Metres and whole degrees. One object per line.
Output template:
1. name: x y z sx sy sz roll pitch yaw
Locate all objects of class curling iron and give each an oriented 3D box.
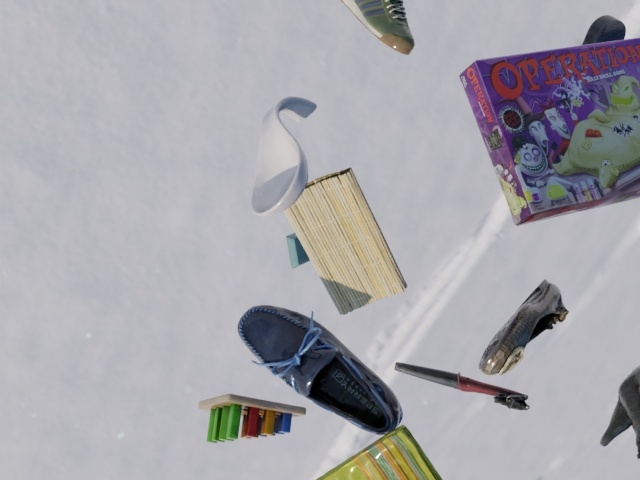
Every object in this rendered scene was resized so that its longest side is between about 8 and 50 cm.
1. curling iron: 0.277 0.277 2.150 0.068 0.274 0.035 13 94 -75

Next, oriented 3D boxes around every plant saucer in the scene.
1. plant saucer: 0.000 0.000 2.202 0.192 0.018 0.067 -24 107 -51

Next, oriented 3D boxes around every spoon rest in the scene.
1. spoon rest: -0.067 -0.153 1.902 0.084 0.276 0.137 33 131 -24

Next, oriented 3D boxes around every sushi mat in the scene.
1. sushi mat: 0.047 0.007 2.139 0.151 0.019 0.316 -23 124 7

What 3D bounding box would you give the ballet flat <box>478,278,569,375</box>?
1. ballet flat: 0.268 0.116 1.417 0.084 0.058 0.250 -53 170 29

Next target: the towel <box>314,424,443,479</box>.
1. towel: 0.046 0.336 1.420 0.237 0.102 0.021 -37 174 24

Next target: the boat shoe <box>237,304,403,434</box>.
1. boat shoe: 0.003 0.166 1.479 0.109 0.258 0.089 -62 174 4

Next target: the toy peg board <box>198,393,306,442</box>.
1. toy peg board: -0.136 0.350 2.094 0.160 0.079 0.161 15 161 -24

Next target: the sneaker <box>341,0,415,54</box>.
1. sneaker: 0.102 -0.389 1.791 0.064 0.192 0.086 4 128 -44

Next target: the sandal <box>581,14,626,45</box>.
1. sandal: 0.428 -0.258 1.843 0.097 0.054 0.254 6 117 -43

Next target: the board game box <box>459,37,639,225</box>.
1. board game box: 0.361 -0.150 1.413 0.347 0.208 0.056 -13 162 -27

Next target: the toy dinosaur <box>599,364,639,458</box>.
1. toy dinosaur: 0.552 0.259 1.802 0.121 0.160 0.313 -6 156 -13
